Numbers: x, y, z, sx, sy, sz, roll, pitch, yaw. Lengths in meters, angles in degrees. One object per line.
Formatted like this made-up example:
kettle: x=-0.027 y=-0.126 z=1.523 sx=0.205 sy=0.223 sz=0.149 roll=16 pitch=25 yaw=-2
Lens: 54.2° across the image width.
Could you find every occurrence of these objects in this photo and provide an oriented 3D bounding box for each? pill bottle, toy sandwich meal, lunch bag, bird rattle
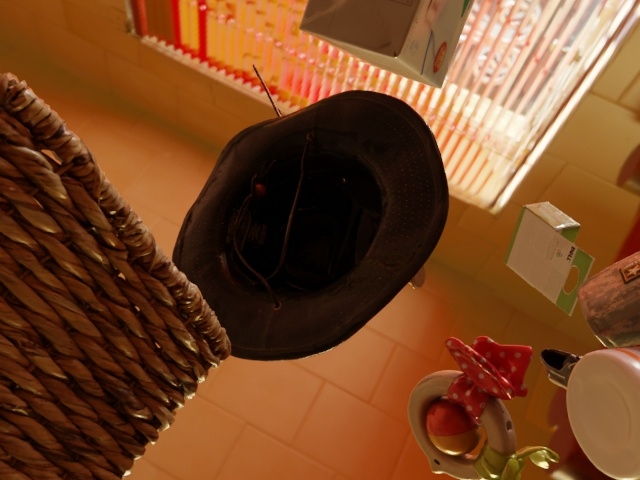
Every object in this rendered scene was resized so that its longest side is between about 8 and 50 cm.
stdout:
pill bottle: x=0.677 y=0.294 z=1.134 sx=0.224 sy=0.392 sz=0.224 roll=178 pitch=90 yaw=-75
toy sandwich meal: x=0.244 y=0.087 z=1.629 sx=0.085 sy=0.029 sz=0.085 roll=-2 pitch=-87 yaw=-53
lunch bag: x=0.661 y=0.109 z=1.249 sx=0.235 sy=0.169 sz=0.287 roll=-33 pitch=-22 yaw=25
bird rattle: x=0.205 y=0.255 z=0.871 sx=0.207 sy=0.253 sz=0.143 roll=-17 pitch=12 yaw=43

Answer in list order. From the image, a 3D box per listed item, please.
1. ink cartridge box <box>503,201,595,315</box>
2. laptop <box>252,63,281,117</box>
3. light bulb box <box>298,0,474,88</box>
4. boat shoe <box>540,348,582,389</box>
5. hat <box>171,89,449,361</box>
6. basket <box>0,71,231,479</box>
ink cartridge box: x=0.618 y=0.044 z=1.634 sx=0.097 sy=0.255 sz=0.189 roll=-10 pitch=-53 yaw=-26
laptop: x=-0.095 y=-0.045 z=1.224 sx=0.408 sy=0.236 sz=0.382 roll=-60 pitch=-12 yaw=-5
light bulb box: x=0.177 y=-0.536 z=1.287 sx=0.361 sy=0.225 sz=0.358 roll=-10 pitch=-57 yaw=-65
boat shoe: x=0.608 y=0.312 z=1.481 sx=0.084 sy=0.079 sz=0.233 roll=-29 pitch=11 yaw=-14
hat: x=0.000 y=0.000 z=0.691 sx=0.134 sy=0.331 sz=0.331 roll=39 pitch=-104 yaw=-48
basket: x=-0.247 y=0.051 z=0.448 sx=0.223 sy=0.213 sz=0.299 roll=-53 pitch=-41 yaw=-23
